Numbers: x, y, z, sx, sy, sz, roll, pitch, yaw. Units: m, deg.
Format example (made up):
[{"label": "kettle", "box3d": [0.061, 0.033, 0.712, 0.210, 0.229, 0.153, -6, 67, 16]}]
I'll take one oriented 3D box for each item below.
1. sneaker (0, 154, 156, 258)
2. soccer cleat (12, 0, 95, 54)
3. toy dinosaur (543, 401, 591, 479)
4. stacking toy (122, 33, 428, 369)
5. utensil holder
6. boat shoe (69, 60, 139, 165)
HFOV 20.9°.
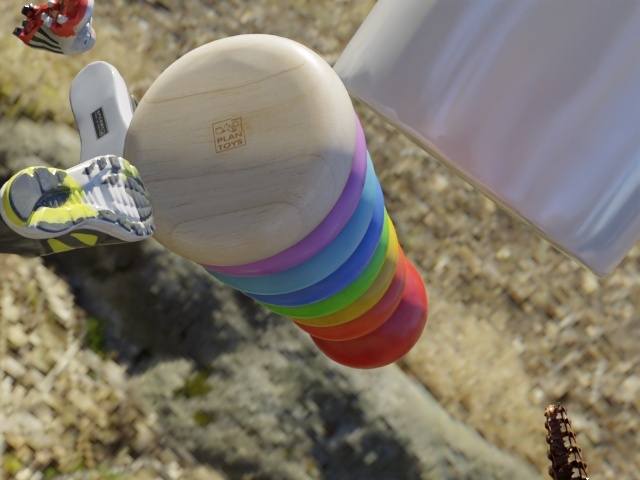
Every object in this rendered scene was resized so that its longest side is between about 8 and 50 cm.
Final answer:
[{"label": "sneaker", "box3d": [-0.090, -0.011, 0.603, 0.083, 0.035, 0.031, 2, 69, -59]}, {"label": "soccer cleat", "box3d": [-0.125, -0.108, 0.865, 0.035, 0.083, 0.029, 24, 75, -26]}, {"label": "toy dinosaur", "box3d": [0.255, 0.322, 1.612, 0.164, 0.218, 0.322, -34, 81, -11]}, {"label": "stacking toy", "box3d": [0.000, 0.000, 1.117, 0.330, 0.141, 0.141, 48, 19, -61]}, {"label": "utensil holder", "box3d": [0.236, -0.208, 1.494, 0.327, 0.385, 0.327, 37, 4, -3]}, {"label": "boat shoe", "box3d": [-0.203, -0.080, 1.752, 0.076, 0.080, 0.228, 44, 21, -47]}]
